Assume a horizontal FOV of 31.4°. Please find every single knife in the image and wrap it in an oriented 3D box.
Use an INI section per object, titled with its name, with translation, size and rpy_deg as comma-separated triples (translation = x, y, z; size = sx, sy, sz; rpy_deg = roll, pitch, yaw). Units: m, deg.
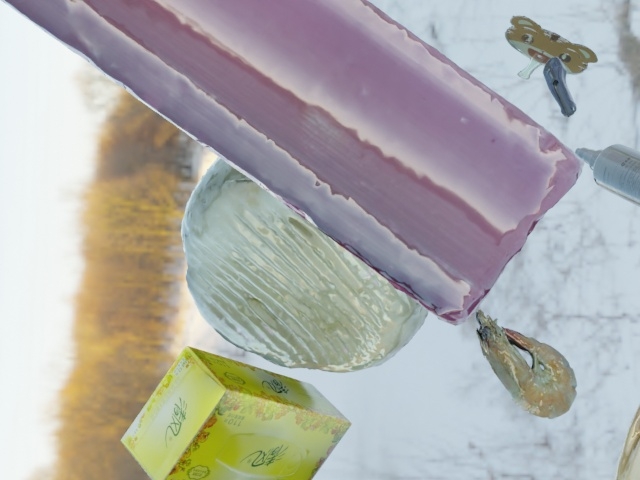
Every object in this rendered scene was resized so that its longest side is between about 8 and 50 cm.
[knife]
translation = 0.322, -0.202, 1.521
size = 0.031, 0.018, 0.121
rpy_deg = -34, 41, 22

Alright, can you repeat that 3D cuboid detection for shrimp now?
[shrimp]
translation = 0.287, 0.172, 1.626
size = 0.190, 0.101, 0.042
rpy_deg = 47, 162, 7

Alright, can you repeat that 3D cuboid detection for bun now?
[bun]
translation = 0.000, 0.000, 0.984
size = 0.141, 0.239, 0.239
rpy_deg = -70, -6, -46

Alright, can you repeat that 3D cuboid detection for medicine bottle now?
[medicine bottle]
translation = 0.349, -0.073, 1.280
size = 0.199, 0.058, 0.057
rpy_deg = -142, 53, -58

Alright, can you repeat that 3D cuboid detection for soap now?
[soap]
translation = -0.026, -0.106, 0.712
size = 0.128, 0.360, 0.233
rpy_deg = -54, -2, 6

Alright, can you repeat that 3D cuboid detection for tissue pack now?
[tissue pack]
translation = -0.063, 0.156, 0.926
size = 0.062, 0.176, 0.095
rpy_deg = 40, 98, 38

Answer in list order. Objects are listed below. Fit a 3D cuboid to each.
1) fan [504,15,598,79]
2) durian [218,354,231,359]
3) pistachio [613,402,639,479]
[fan]
translation = 0.362, -0.302, 1.869
size = 0.008, 0.153, 0.226
rpy_deg = -63, -1, -10
[durian]
translation = -0.109, 0.217, 1.140
size = 0.108, 0.119, 0.186
rpy_deg = -125, 16, -61
[pistachio]
translation = 0.359, 0.168, 0.970
size = 0.187, 0.188, 0.299
rpy_deg = -128, 61, -77
